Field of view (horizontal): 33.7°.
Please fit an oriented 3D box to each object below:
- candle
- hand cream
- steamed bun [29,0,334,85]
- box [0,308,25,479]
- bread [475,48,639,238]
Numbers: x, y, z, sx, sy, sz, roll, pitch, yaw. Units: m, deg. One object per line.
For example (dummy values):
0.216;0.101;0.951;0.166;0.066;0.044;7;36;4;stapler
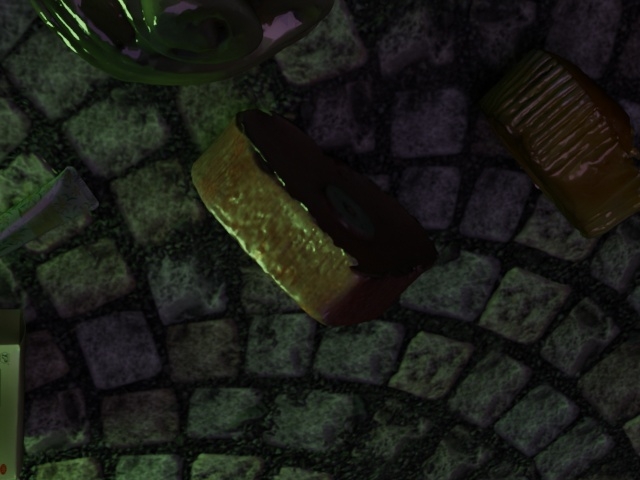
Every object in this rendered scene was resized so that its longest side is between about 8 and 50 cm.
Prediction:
0.000;0.000;1.257;0.317;0.287;0.131;30;111;-28;candle
-0.368;-0.017;1.289;0.195;0.042;0.067;-31;118;-2;hand cream
-0.149;-0.295;1.049;0.352;0.247;0.339;-26;127;33;steamed bun
-0.463;0.197;1.345;0.168;0.095;0.212;0;117;-17;box
0.312;-0.123;1.327;0.133;0.179;0.250;-42;118;4;bread
